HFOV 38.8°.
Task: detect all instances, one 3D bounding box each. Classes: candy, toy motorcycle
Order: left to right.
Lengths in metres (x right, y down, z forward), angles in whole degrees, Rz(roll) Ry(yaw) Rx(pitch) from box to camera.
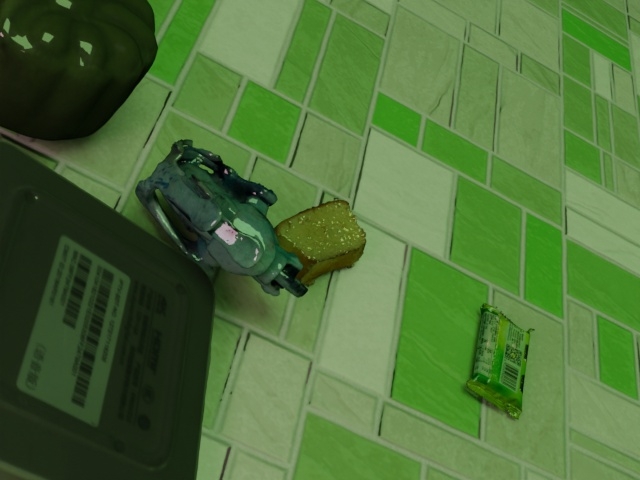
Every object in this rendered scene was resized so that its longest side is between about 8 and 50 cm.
[{"bbox_3d":[-0.133,-0.026,1.216,0.260,0.154,0.206,41,-1,34],"label":"toy motorcycle"},{"bbox_3d":[0.284,0.188,1.440,0.102,0.032,0.178,27,46,-8],"label":"candy"}]

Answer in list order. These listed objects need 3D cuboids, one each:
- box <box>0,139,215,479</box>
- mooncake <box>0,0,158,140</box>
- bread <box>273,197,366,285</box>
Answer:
[{"bbox_3d":[-0.275,0.109,1.006,0.373,0.090,0.367,35,40,-35],"label":"box"},{"bbox_3d":[-0.386,-0.313,1.247,0.351,0.187,0.351,31,33,-23],"label":"mooncake"},{"bbox_3d":[0.000,0.000,1.384,0.187,0.065,0.103,-18,61,-43],"label":"bread"}]
